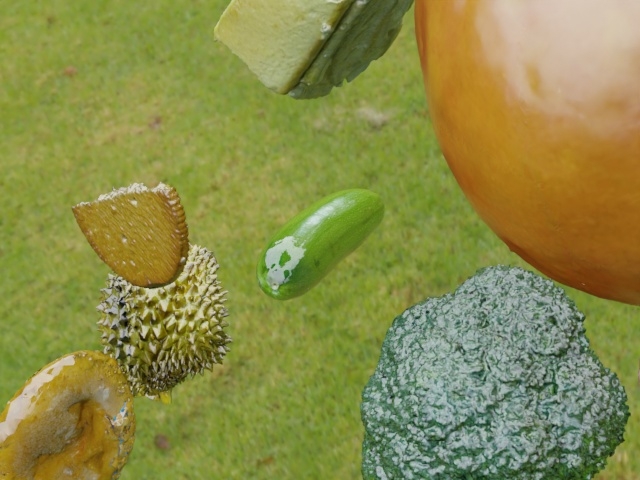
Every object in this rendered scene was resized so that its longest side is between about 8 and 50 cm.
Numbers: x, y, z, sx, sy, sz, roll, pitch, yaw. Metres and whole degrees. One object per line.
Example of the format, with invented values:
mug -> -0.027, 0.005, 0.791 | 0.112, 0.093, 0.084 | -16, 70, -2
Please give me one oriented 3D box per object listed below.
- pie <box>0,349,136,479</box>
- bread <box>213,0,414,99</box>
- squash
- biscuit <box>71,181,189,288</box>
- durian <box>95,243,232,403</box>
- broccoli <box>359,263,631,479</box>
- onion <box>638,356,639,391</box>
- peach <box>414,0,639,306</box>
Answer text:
pie -> -0.373, 0.288, 1.561 | 0.273, 0.273, 0.069 | -41, 44, -24
bread -> 0.011, -0.249, 1.050 | 0.124, 0.257, 0.186 | 46, 52, 9
squash -> -0.002, 0.000, 1.309 | 0.082, 0.082, 0.292 | 7, 23, 24
biscuit -> -0.207, -0.004, 1.227 | 0.206, 0.126, 0.025 | -6, 20, 48
durian -> -0.282, 0.136, 1.873 | 0.258, 0.293, 0.258 | 11, 46, -11
broccoli -> 0.186, 0.172, 1.099 | 0.297, 0.297, 0.297 | -14, 69, 40
onion -> 0.455, 0.171, 1.248 | 0.153, 0.177, 0.177 | -33, 22, 48
peach -> 0.230, -0.111, 0.722 | 0.343, 0.301, 0.343 | -5, 44, 5
